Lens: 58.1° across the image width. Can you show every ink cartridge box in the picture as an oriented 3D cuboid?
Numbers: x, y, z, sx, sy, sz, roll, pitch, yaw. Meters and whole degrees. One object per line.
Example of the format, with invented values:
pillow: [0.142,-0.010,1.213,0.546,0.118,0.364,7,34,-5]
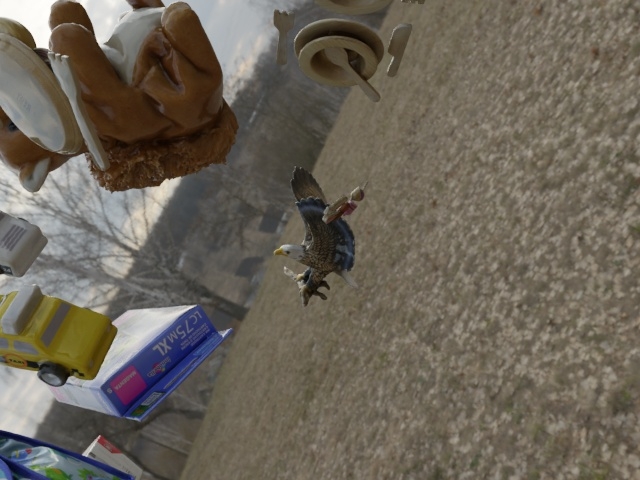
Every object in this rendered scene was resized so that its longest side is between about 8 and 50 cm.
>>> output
ink cartridge box: [-0.381,0.422,1.004,0.063,0.109,0.150,-46,7,-4]
ink cartridge box: [-0.285,0.175,0.875,0.311,0.065,0.186,-7,27,47]

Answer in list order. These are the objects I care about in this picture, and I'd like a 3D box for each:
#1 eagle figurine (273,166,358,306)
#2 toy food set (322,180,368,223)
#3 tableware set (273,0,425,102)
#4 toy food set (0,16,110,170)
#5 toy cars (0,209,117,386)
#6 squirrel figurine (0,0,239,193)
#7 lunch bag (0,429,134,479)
eagle figurine: [-0.007,0.001,1.381,0.225,0.226,0.298,-25,-46,-58]
toy food set: [0.048,-0.063,1.080,0.122,0.019,0.078,-36,-15,-32]
tableware set: [0.021,-0.185,0.494,0.194,0.128,0.039,101,174,-72]
toy food set: [-0.266,-0.143,0.545,0.038,0.192,0.132,-48,-33,-36]
toy cars: [-0.422,0.043,0.747,0.176,0.393,0.087,-28,-36,-34]
squirrel figurine: [-0.357,-0.207,1.005,0.370,0.281,0.397,-37,-36,-10]
lunch bag: [-0.242,0.225,0.441,0.129,0.151,0.096,-64,9,-10]
